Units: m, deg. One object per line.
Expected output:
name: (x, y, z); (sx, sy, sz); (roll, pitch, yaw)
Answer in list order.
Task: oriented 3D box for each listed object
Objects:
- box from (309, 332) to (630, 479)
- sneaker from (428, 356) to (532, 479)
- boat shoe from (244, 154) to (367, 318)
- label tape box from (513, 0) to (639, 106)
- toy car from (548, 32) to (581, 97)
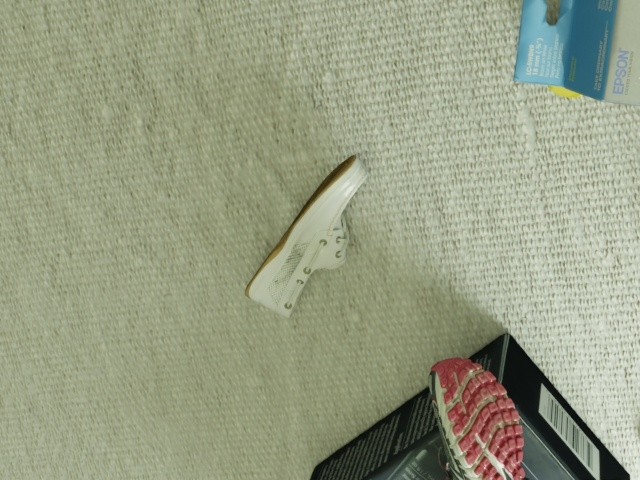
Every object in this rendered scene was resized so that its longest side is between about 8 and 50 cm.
box: (0.202, 0.381, 1.761); (0.395, 0.212, 0.293); (-39, 97, 21)
sneaker: (0.197, 0.295, 1.565); (0.112, 0.121, 0.299); (-13, 98, 47)
boat shoe: (0.000, 0.000, 1.744); (0.096, 0.098, 0.277); (36, 121, -2)
label tape box: (0.414, -0.284, 1.494); (0.334, 0.106, 0.240); (7, 106, 9)
toy car: (0.336, -0.334, 1.582); (0.225, 0.053, 0.239); (45, 110, -4)
